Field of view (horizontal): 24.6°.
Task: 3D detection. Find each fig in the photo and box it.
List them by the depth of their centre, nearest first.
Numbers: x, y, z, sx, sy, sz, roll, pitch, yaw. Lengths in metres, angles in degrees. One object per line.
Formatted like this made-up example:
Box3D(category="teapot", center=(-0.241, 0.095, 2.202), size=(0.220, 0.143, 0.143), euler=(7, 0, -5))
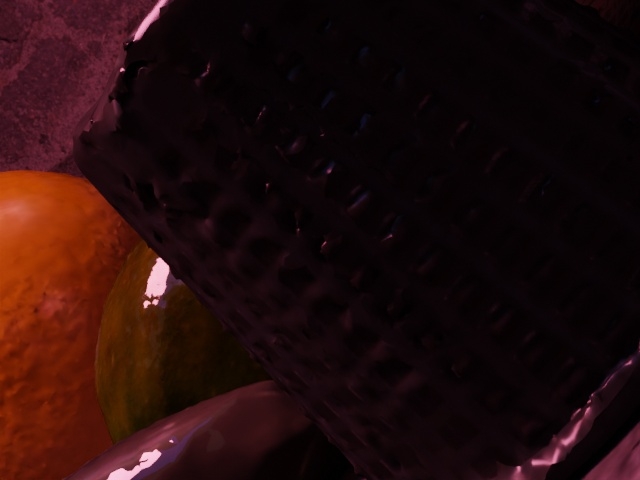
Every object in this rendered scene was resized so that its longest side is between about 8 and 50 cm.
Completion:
Box3D(category="fig", center=(-0.038, 0.064, 0.597), size=(0.123, 0.123, 0.156), euler=(-46, 19, 46))

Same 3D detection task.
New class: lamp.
Box3D(category="lamp", center=(-0.085, 0.141, 0.512), size=(0.250, 0.101, 0.101), euler=(-50, 5, 15))

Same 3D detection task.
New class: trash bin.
Box3D(category="trash bin", center=(0.019, -0.022, 0.435), size=(0.175, 0.161, 0.175), euler=(-51, 3, 4))

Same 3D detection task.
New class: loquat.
Box3D(category="loquat", center=(-0.192, 0.072, 1.016), size=(0.275, 0.275, 0.275), euler=(-50, 5, 6))

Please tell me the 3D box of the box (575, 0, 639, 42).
Box3D(category="box", center=(0.118, -0.173, 0.578), size=(0.274, 0.091, 0.221), euler=(-52, -24, -14))
